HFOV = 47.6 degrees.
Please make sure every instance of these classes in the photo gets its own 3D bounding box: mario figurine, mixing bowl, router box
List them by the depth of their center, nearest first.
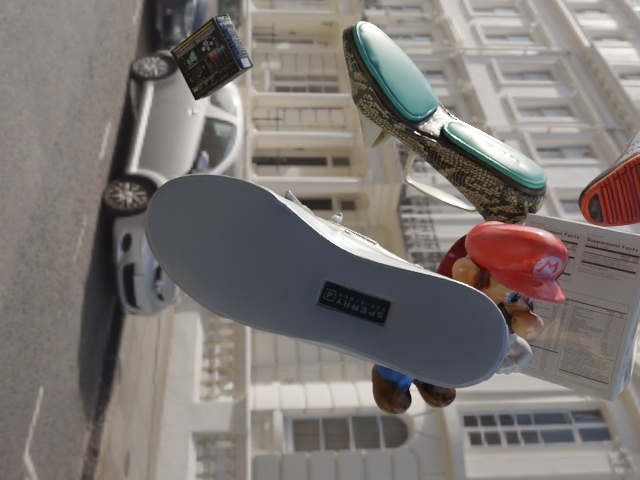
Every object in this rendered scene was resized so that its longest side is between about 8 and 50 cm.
[{"bbox_3d":[0.192,0.118,0.884,0.198,0.170,0.320,-44,168,-52],"label":"mario figurine"},{"bbox_3d":[-0.175,-0.292,1.163,0.038,0.123,0.092,-34,100,-49],"label":"router box"},{"bbox_3d":[0.288,0.085,1.305,0.098,0.181,0.181,24,-56,35],"label":"mixing bowl"}]

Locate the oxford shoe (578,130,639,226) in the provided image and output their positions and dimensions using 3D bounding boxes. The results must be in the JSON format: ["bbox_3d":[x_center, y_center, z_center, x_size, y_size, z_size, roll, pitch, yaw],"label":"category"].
[{"bbox_3d":[0.462,-0.101,1.030,0.098,0.272,0.096,34,-33,61],"label":"oxford shoe"}]

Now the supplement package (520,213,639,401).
[{"bbox_3d":[0.442,0.103,1.231,0.199,0.198,0.262,1,102,-60],"label":"supplement package"}]

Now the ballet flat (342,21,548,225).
[{"bbox_3d":[0.189,-0.187,1.336,0.164,0.483,0.182,-37,166,-49],"label":"ballet flat"}]

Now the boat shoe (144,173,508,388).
[{"bbox_3d":[0.007,0.037,0.740,0.156,0.367,0.135,31,78,-82],"label":"boat shoe"}]

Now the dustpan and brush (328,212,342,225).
[{"bbox_3d":[0.000,0.000,1.344,0.060,0.147,0.211,95,19,-47],"label":"dustpan and brush"}]
